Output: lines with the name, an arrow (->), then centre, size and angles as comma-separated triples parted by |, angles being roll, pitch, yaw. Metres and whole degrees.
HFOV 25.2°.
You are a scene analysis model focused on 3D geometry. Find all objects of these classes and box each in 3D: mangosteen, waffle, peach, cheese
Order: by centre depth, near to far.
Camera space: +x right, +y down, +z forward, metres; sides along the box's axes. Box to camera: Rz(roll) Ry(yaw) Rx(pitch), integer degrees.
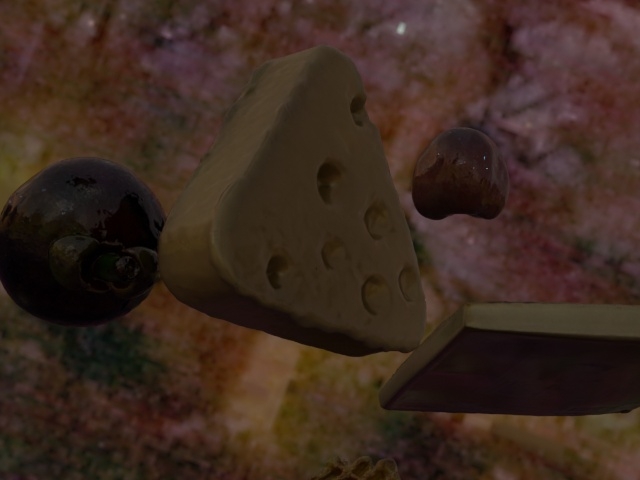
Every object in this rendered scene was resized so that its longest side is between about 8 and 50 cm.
cheese -> 0.000, -0.001, 1.684 | 0.104, 0.384, 0.384 | -14, -25, 38
mangosteen -> -0.275, 0.007, 1.732 | 0.216, 0.216, 0.216 | 21, -3, 1
waffle -> 0.050, 0.412, 2.110 | 0.229, 0.219, 0.057 | 27, -30, 48
peach -> 0.217, -0.103, 2.192 | 0.152, 0.152, 0.152 | 21, -3, 1

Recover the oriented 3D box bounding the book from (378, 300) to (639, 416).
book -> 0.212, 0.113, 1.263 | 0.268, 0.032, 0.389 | 2, -16, -8
